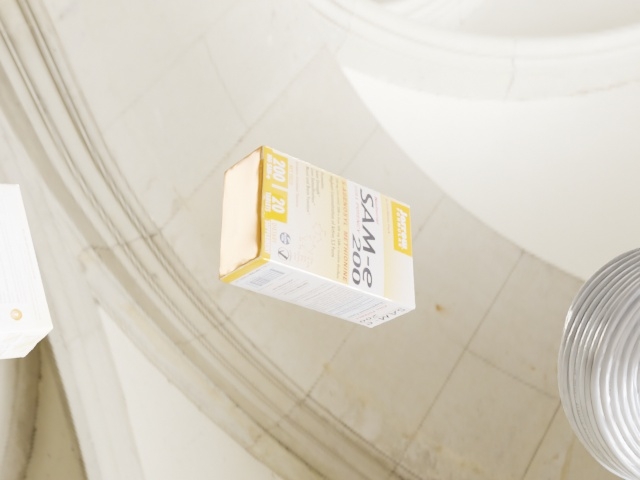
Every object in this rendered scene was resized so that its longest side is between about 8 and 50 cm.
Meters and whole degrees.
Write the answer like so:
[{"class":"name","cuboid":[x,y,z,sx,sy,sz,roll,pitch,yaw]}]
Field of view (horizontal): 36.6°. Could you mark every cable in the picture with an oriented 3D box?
[{"class":"cable","cuboid":[0.370,0.132,0.994,0.257,0.257,0.089,16,-176,-17]}]

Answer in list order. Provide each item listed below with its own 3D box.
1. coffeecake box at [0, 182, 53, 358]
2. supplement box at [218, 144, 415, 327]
[{"class":"coffeecake box","cuboid":[-0.331,0.026,0.789,0.185,0.068,0.142,0,-118,-42]},{"class":"supplement box","cuboid":[0.000,0.000,0.486,0.036,0.098,0.062,-29,-128,44]}]
